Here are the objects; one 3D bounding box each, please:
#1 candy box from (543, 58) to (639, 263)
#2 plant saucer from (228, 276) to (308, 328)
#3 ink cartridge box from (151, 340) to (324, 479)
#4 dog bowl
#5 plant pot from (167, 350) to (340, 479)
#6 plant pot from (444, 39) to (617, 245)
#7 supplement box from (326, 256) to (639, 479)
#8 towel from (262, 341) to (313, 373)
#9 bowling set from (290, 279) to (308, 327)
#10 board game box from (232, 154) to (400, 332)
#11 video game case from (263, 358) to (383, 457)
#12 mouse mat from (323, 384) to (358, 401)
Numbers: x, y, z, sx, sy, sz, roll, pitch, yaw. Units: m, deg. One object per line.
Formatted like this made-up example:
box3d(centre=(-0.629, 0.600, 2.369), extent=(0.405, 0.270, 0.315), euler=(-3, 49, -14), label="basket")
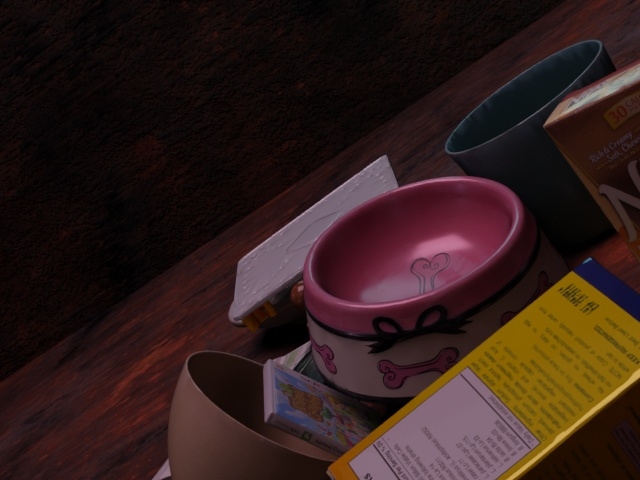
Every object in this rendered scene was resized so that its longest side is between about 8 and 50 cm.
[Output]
box3d(centre=(0.428, -0.061, 1.536), extent=(0.183, 0.316, 0.087), euler=(-25, 18, 45), label="candy box")
box3d(centre=(-0.006, 0.069, 2.712), extent=(0.400, 0.100, 0.400), euler=(-36, 14, 11), label="plant saucer")
box3d(centre=(-0.129, 0.314, 2.275), extent=(0.261, 0.066, 0.296), euler=(-31, 13, 35), label="ink cartridge box")
box3d(centre=(0.156, 0.054, 1.945), extent=(0.408, 0.150, 0.408), euler=(-18, 29, 10), label="dog bowl")
box3d(centre=(-0.107, 0.314, 1.890), extent=(0.191, 0.284, 0.284), euler=(-62, 10, 11), label="plant pot")
box3d(centre=(0.383, -0.136, 2.075), extent=(0.293, 0.235, 0.293), euler=(-36, 13, 10), label="plant pot")
box3d(centre=(0.221, 0.223, 1.317), extent=(0.356, 0.195, 0.194), euler=(-38, 30, -1), label="supplement box")
box3d(centre=(-0.077, 0.227, 2.238), extent=(0.152, 0.023, 0.113), euler=(-27, 15, 43), label="towel")
box3d(centre=(0.064, 0.120, 2.175), extent=(0.154, 0.200, 0.287), euler=(-39, 17, -8), label="bowling set")
box3d(centre=(0.000, 0.000, 2.604), extent=(0.390, 0.050, 0.390), euler=(-36, 13, 8), label="board game box")
box3d(centre=(0.008, 0.252, 1.887), extent=(0.023, 0.193, 0.212), euler=(-62, 9, 12), label="video game case")
box3d(centre=(-0.014, 0.296, 2.185), extent=(0.152, 0.007, 0.190), euler=(-44, 13, -21), label="mouse mat")
